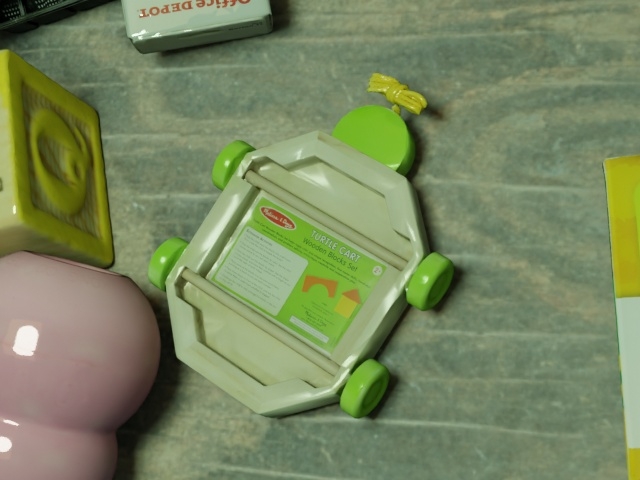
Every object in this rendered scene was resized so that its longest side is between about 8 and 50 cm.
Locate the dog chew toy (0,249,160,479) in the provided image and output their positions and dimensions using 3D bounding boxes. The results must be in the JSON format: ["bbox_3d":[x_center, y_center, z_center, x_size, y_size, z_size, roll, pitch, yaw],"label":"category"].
[{"bbox_3d":[-0.279,0.182,1.159,0.206,0.206,0.332,14,89,23],"label":"dog chew toy"}]

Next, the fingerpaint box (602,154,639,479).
[{"bbox_3d":[0.451,0.104,0.874,0.445,0.163,0.371,-8,59,17],"label":"fingerpaint box"}]

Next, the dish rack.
[{"bbox_3d":[-0.313,-0.384,1.381,0.208,0.074,0.271,-16,79,14],"label":"dish rack"}]

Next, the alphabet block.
[{"bbox_3d":[-0.354,-0.059,1.253,0.197,0.192,0.193,-15,72,17],"label":"alphabet block"}]

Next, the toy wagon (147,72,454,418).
[{"bbox_3d":[0.000,0.000,1.174,0.267,0.068,0.344,31,86,24],"label":"toy wagon"}]

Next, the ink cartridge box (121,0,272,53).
[{"bbox_3d":[-0.140,-0.312,1.258,0.153,0.087,0.208,-9,87,-1],"label":"ink cartridge box"}]
